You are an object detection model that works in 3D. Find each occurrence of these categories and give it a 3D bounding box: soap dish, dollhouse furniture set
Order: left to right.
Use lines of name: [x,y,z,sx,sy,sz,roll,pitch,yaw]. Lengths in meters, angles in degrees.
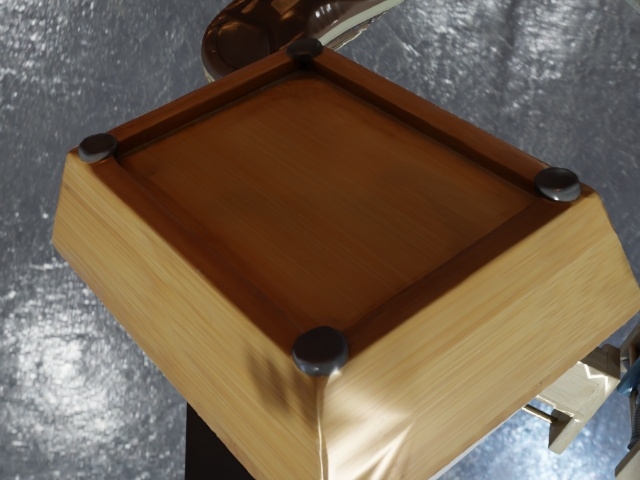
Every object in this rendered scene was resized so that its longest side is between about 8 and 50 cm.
soap dish: [0.000,0.000,0.489,0.229,0.291,0.118,-30,137,-25]
dollhouse furniture set: [0.201,0.062,0.555,0.183,0.129,0.129,25,124,2]

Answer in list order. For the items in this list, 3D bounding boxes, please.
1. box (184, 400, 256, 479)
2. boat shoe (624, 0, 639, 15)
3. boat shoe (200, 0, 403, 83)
box: [-0.104,0.265,1.000,0.103,0.261,0.184,-5,132,-3]
boat shoe: [0.223,-0.096,0.380,0.121,0.335,0.119,-9,147,-25]
boat shoe: [0.002,-0.211,0.735,0.257,0.095,0.095,-34,85,-12]
